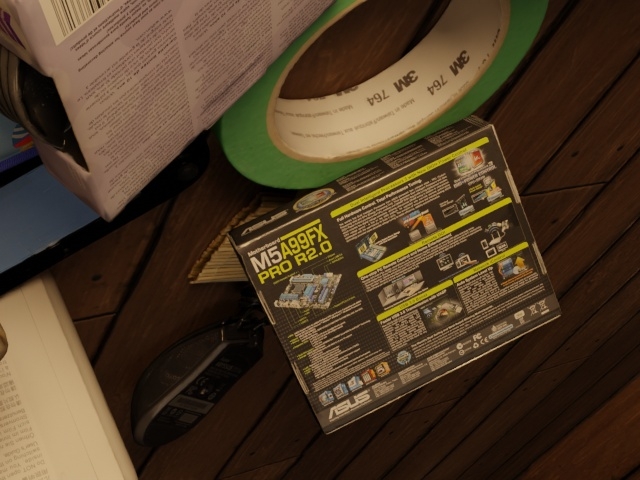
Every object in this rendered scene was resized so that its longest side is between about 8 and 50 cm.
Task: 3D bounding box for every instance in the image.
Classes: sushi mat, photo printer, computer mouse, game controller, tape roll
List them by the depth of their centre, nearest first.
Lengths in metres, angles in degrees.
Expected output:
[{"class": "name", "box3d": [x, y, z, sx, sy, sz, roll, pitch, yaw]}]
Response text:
[{"class": "game controller", "box3d": [-0.250, -0.030, 0.918, 0.319, 0.067, 0.166, -30, 159, 0]}, {"class": "tape roll", "box3d": [0.045, -0.173, 0.955, 0.321, 0.077, 0.321, -24, 154, -13]}, {"class": "photo printer", "box3d": [-0.315, 0.192, 0.986, 0.256, 0.307, 0.107, -23, 154, -15]}, {"class": "sushi mat", "box3d": [0.000, 0.000, 1.296, 0.316, 0.019, 0.151, 0, 143, -46]}, {"class": "computer mouse", "box3d": [-0.142, 0.150, 1.378, 0.272, 0.072, 0.188, -43, 154, 1]}]

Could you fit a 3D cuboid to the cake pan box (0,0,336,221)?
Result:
[{"class": "cake pan box", "box3d": [-0.083, -0.159, 0.650, 0.267, 0.070, 0.246, -47, 162, -17]}]

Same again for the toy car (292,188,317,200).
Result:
[{"class": "toy car", "box3d": [0.064, 0.010, 1.150, 0.155, 0.188, 0.149, -46, 153, 5]}]

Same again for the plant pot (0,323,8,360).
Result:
[{"class": "plant pot", "box3d": [-0.387, 0.092, 0.689, 0.305, 0.334, 0.334, -44, 156, -10]}]

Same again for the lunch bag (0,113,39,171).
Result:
[{"class": "lunch bag", "box3d": [-0.163, -0.166, 0.716, 0.293, 0.138, 0.221, -21, 152, -38]}]

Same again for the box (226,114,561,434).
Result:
[{"class": "box", "box3d": [0.076, 0.033, 1.057, 0.270, 0.216, 0.060, -27, -161, -5]}]
